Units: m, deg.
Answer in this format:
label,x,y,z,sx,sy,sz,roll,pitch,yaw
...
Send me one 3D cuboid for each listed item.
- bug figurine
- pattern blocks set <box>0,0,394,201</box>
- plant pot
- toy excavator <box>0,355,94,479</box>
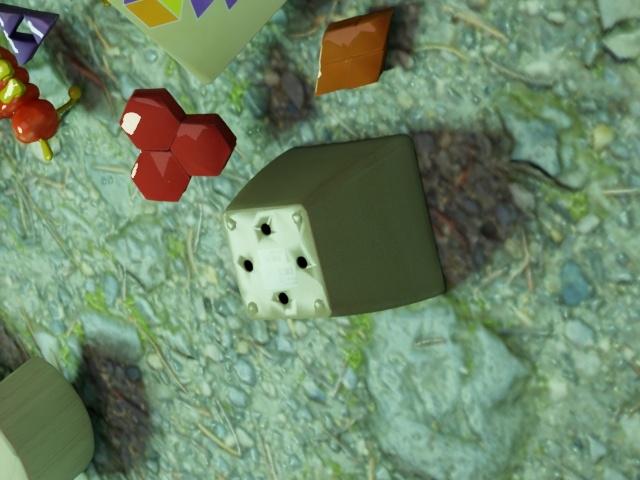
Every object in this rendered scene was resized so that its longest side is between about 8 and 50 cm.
label,x,y,z,sx,sy,sz,roll,pitch,yaw
bug figurine,-0.197,-0.192,1.075,0.279,0.072,0.216,-35,91,37
pattern blocks set,-0.074,-0.195,0.945,0.325,0.026,0.285,-35,104,29
plant pot,0.000,0.000,0.977,0.109,0.096,0.109,-4,104,40
toy excavator,-0.411,0.007,1.276,0.433,0.222,0.445,5,124,38
